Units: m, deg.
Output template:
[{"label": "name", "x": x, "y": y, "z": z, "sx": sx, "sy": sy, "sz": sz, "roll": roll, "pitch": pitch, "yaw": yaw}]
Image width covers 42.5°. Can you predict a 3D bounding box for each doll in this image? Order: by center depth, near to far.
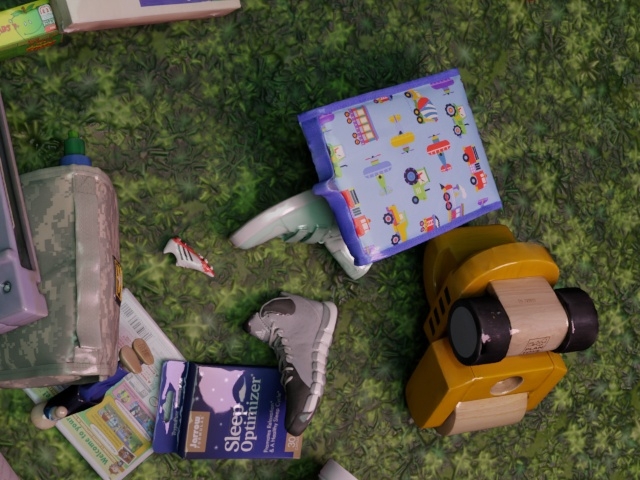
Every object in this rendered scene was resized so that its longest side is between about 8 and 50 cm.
[{"label": "doll", "x": -0.306, "y": 0.197, "z": 1.084, "sx": 0.189, "sy": 0.129, "sz": 0.046, "roll": -34, "pitch": 89, "yaw": 15}]

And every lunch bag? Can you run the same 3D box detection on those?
[{"label": "lunch bag", "x": -0.326, "y": 0.055, "z": 0.979, "sx": 0.169, "sy": 0.287, "sz": 0.235, "roll": 7, "pitch": 75, "yaw": -41}, {"label": "lunch bag", "x": 0.102, "y": -0.102, "z": 1.171, "sx": 0.293, "sy": 0.138, "sz": 0.221, "roll": -22, "pitch": 94, "yaw": -44}]

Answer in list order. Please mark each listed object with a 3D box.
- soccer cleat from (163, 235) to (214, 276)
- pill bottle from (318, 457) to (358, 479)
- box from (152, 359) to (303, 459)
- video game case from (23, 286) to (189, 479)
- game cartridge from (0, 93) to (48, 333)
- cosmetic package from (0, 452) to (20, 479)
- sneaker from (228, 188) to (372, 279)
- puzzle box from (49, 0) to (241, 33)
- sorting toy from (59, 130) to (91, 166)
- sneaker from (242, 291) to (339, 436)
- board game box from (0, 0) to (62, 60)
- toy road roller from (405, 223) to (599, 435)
[{"label": "soccer cleat", "x": -0.191, "y": 0.030, "z": 1.195, "sx": 0.083, "sy": 0.029, "sz": 0.036, "roll": 42, "pitch": 87, "yaw": -12}, {"label": "pill bottle", "x": -0.036, "y": 0.481, "z": 1.174, "sx": 0.181, "sy": 0.181, "sz": 0.323, "roll": 42, "pitch": 78, "yaw": -15}, {"label": "box", "x": -0.126, "y": 0.248, "z": 1.199, "sx": 0.225, "sy": 0.036, "sz": 0.137, "roll": 8, "pitch": 89, "yaw": -27}, {"label": "video game case", "x": -0.287, "y": 0.207, "z": 1.166, "sx": 0.193, "sy": 0.023, "sz": 0.212, "roll": -40, "pitch": 104, "yaw": -15}, {"label": "game cartridge", "x": -0.441, "y": -0.048, "z": 0.897, "sx": 0.230, "sy": 0.068, "sz": 0.355, "roll": -20, "pitch": 74, "yaw": 6}, {"label": "cosmetic package", "x": -0.571, "y": 0.228, "z": 0.994, "sx": 0.230, "sy": 0.161, "sz": 0.453, "roll": -34, "pitch": 101, "yaw": -16}, {"label": "sneaker", "x": 0.001, "y": 0.000, "z": 1.220, "sx": 0.255, "sy": 0.094, "sz": 0.151, "roll": -22, "pitch": 92, "yaw": -20}, {"label": "puzzle box", "x": -0.276, "y": -0.490, "z": 1.093, "sx": 0.272, "sy": 0.052, "sz": 0.409, "roll": -19, "pitch": 97, "yaw": -40}, {"label": "sorting toy", "x": -0.474, "y": -0.102, "z": 1.066, "sx": 0.365, "sy": 0.127, "sz": 0.126, "roll": -3, "pitch": 69, "yaw": -17}, {"label": "sneaker", "x": -0.058, "y": 0.167, "z": 1.185, "sx": 0.132, "sy": 0.086, "sz": 0.229, "roll": 22, "pitch": 44, "yaw": -8}, {"label": "board game box", "x": -0.430, "y": -0.260, "z": 1.070, "sx": 0.181, "sy": 0.092, "sz": 0.043, "roll": -23, "pitch": 99, "yaw": -18}, {"label": "toy road roller", "x": 0.247, "y": 0.124, "z": 1.263, "sx": 0.202, "sy": 0.330, "sz": 0.241, "roll": -4, "pitch": 50, "yaw": -20}]
